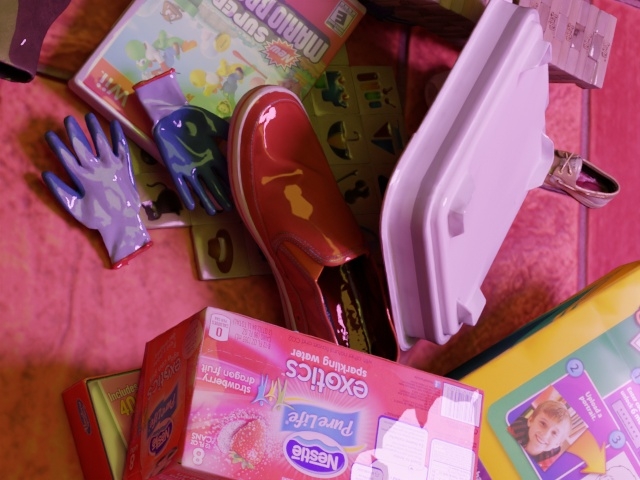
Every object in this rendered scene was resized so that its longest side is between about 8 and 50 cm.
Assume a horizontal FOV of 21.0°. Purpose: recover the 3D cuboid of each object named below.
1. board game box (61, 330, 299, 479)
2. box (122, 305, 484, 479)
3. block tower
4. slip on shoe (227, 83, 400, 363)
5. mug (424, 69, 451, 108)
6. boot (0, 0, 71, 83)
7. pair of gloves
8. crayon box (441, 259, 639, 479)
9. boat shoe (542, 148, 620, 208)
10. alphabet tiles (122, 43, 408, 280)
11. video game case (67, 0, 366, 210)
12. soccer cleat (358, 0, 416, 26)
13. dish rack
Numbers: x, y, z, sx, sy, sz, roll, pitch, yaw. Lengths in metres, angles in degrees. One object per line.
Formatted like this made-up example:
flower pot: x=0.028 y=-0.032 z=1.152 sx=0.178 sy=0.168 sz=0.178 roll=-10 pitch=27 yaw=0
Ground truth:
board game box: x=-0.089 y=0.264 z=1.654 sx=0.242 sy=0.064 sz=0.316 roll=-10 pitch=79 yaw=-32
box: x=-0.013 y=0.185 z=1.598 sx=0.300 sy=0.142 sz=0.154 roll=18 pitch=65 yaw=-24
block tower: x=0.187 y=-0.260 z=1.911 sx=0.335 sy=0.097 sz=0.091 roll=20 pitch=81 yaw=-41
slip on shoe: x=0.000 y=0.000 z=1.731 sx=0.123 sy=0.101 sz=0.331 roll=-24 pitch=100 yaw=-40
mug: x=0.155 y=-0.159 z=1.942 sx=0.064 sy=0.062 sz=0.078 roll=-10 pitch=72 yaw=-24
boot: x=-0.347 y=-0.290 z=1.674 sx=0.248 sy=0.090 sz=0.207 roll=30 pitch=59 yaw=-22
pair of gloves: x=-0.171 y=-0.075 z=1.714 sx=0.198 sy=0.023 sz=0.159 roll=-30 pitch=99 yaw=-16
crayon box: x=0.307 y=0.248 z=1.818 sx=0.313 sy=0.106 sz=0.363 roll=-30 pitch=90 yaw=-17
boat shoe: x=0.287 y=-0.082 z=1.999 sx=0.135 sy=0.045 sz=0.050 roll=23 pitch=64 yaw=-22
alphabet tiles: x=-0.051 y=-0.103 z=1.832 sx=0.342 sy=0.011 sz=0.285 roll=-4 pitch=76 yaw=-31
video game case: x=-0.101 y=-0.202 z=1.792 sx=0.204 sy=0.025 sz=0.285 roll=40 pitch=67 yaw=-13
soccer cleat: x=0.099 y=-0.374 z=1.967 sx=0.121 sy=0.093 sz=0.289 roll=26 pitch=64 yaw=-31
dish rack: x=0.166 y=-0.066 z=1.796 sx=0.072 sy=0.285 sz=0.333 roll=16 pitch=57 yaw=21
